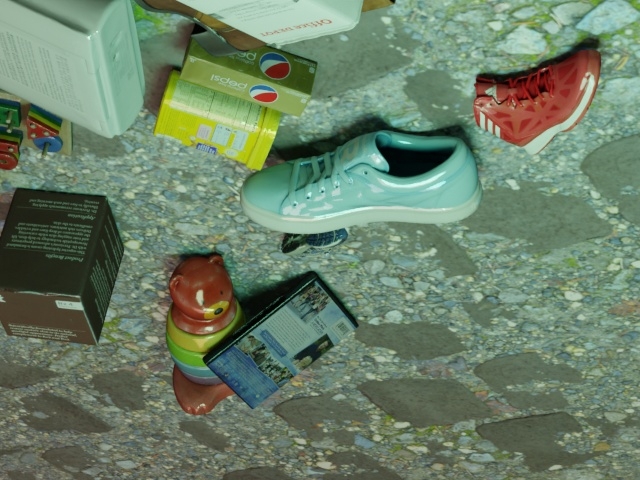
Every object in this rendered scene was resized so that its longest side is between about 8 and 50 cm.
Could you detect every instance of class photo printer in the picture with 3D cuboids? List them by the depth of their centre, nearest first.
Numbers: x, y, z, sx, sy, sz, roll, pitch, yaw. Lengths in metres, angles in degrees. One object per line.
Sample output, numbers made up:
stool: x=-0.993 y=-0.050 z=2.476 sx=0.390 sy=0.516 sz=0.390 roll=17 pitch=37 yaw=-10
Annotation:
photo printer: x=-0.390 y=-0.284 z=1.800 sx=0.307 sy=0.107 sz=0.256 roll=25 pitch=153 yaw=13

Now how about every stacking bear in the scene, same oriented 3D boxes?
stacking bear: x=-0.205 y=0.149 z=2.453 sx=0.175 sy=0.164 sz=0.289 roll=-21 pitch=139 yaw=-17

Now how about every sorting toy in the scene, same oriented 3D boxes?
sorting toy: x=-0.454 y=-0.178 z=2.106 sx=0.132 sy=0.046 sz=0.274 roll=11 pitch=148 yaw=-3

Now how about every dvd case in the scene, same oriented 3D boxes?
dvd case: x=-0.069 y=0.182 z=2.447 sx=0.253 sy=0.022 sz=0.180 roll=-38 pitch=136 yaw=1

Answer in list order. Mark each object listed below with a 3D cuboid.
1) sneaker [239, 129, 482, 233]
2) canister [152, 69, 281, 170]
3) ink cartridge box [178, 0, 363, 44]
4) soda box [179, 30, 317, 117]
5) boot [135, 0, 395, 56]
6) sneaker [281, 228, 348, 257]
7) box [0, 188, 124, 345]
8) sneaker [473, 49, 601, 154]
sneaker: x=0.052 y=-0.108 z=2.014 sx=0.366 sy=0.135 sz=0.150 roll=-5 pitch=138 yaw=7
canister: x=-0.152 y=-0.177 z=1.997 sx=0.170 sy=0.073 sz=0.126 roll=17 pitch=147 yaw=-8
ink cartridge box: x=-0.076 y=-0.308 z=1.550 sx=0.218 sy=0.092 sz=0.158 roll=22 pitch=163 yaw=-41
soda box: x=-0.100 y=-0.236 z=1.897 sx=0.181 sy=0.061 sz=0.058 roll=17 pitch=148 yaw=-10
boot: x=-0.084 y=-0.334 z=1.700 sx=0.280 sy=0.096 sz=0.264 roll=-11 pitch=142 yaw=33
sneaker: x=0.000 y=0.000 z=2.265 sx=0.135 sy=0.052 sz=0.058 roll=-12 pitch=153 yaw=43
box: x=-0.446 y=0.044 z=2.307 sx=0.168 sy=0.203 sz=0.167 roll=6 pitch=148 yaw=7
sneaker: x=0.279 y=-0.195 z=1.837 sx=0.128 sy=0.087 sz=0.221 roll=16 pitch=146 yaw=-12
